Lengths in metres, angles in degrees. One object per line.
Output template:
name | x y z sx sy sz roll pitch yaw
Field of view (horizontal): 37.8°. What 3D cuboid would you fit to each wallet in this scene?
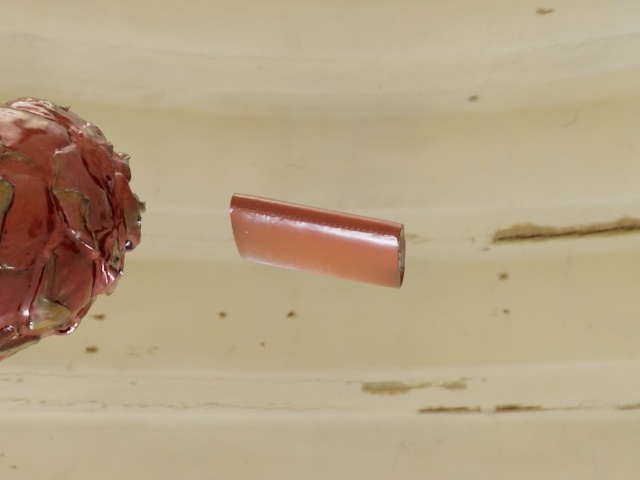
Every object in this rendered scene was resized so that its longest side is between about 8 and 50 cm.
wallet | 0.000 0.000 1.106 0.142 0.204 0.045 80 -157 -62

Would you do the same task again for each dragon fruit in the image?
dragon fruit | -0.352 -0.012 1.033 0.342 0.277 0.277 -31 -73 -41
